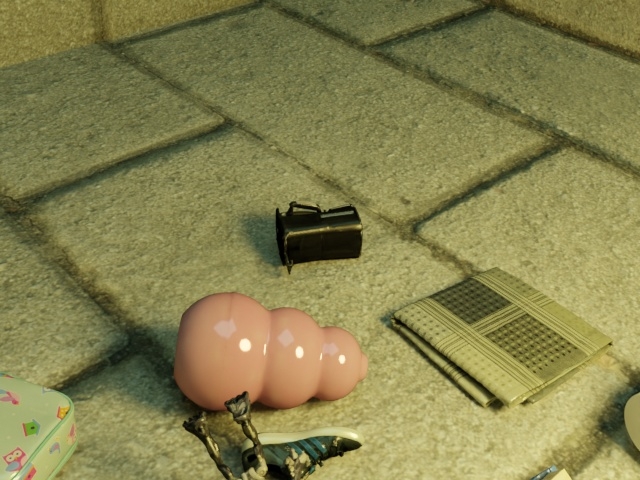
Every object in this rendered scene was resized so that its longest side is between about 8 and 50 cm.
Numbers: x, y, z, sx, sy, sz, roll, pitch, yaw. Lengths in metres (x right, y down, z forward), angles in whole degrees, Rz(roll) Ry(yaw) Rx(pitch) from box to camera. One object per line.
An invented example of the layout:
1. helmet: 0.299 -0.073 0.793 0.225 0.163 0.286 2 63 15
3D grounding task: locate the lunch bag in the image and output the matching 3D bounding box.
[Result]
1. lunch bag: -0.551 0.320 1.355 0.279 0.108 0.224 13 40 15

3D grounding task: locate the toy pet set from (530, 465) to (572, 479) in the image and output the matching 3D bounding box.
1. toy pet set: 0.373 0.421 1.324 0.122 0.065 0.114 -28 80 -31

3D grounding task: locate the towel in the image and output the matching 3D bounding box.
1. towel: 0.351 0.185 1.651 0.312 0.056 0.324 -20 39 -32

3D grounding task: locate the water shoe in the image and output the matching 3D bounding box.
1. water shoe: -0.026 0.355 1.383 0.203 0.073 0.080 -5 58 -3

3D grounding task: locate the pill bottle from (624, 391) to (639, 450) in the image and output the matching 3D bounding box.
1. pill bottle: 0.676 0.262 1.435 0.322 0.182 0.181 -17 40 -25

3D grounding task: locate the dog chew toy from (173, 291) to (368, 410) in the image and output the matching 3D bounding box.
1. dog chew toy: -0.083 0.203 1.478 0.331 0.207 0.207 8 35 -6

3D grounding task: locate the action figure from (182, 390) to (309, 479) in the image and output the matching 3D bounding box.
1. action figure: -0.089 0.366 1.270 0.164 0.276 0.141 -27 0 0

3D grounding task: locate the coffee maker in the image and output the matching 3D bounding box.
1. coffee maker: 0.000 0.000 1.843 0.178 0.120 0.171 -6 60 -9
